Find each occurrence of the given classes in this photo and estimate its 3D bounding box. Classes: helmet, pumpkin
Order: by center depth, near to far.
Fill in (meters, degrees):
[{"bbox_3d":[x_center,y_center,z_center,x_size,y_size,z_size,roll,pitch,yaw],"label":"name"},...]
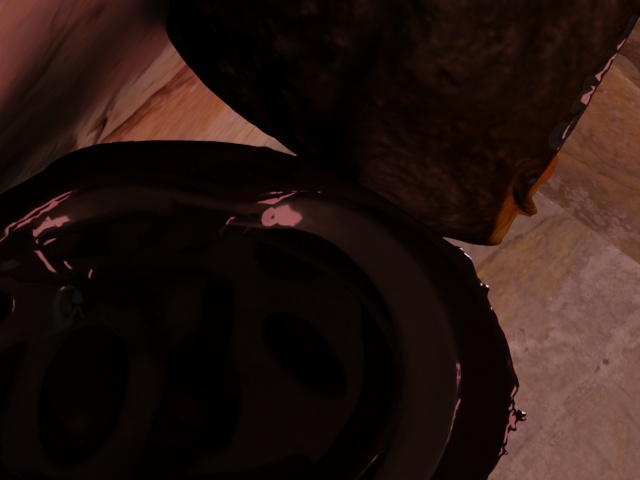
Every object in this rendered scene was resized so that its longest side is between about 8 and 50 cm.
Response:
[{"bbox_3d":[-0.059,0.051,0.909,0.177,0.305,0.225,-97,-174,-70],"label":"helmet"},{"bbox_3d":[0.066,-0.164,0.925,0.256,0.225,0.303,-53,170,-49],"label":"pumpkin"}]

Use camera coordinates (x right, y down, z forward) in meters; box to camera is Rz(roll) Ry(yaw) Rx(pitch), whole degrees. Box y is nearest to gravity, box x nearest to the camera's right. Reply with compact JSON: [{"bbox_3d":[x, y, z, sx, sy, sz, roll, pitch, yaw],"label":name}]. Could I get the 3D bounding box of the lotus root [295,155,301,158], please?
[{"bbox_3d":[0.000,0.000,1.587,0.160,0.152,0.275,-47,177,31],"label":"lotus root"}]
